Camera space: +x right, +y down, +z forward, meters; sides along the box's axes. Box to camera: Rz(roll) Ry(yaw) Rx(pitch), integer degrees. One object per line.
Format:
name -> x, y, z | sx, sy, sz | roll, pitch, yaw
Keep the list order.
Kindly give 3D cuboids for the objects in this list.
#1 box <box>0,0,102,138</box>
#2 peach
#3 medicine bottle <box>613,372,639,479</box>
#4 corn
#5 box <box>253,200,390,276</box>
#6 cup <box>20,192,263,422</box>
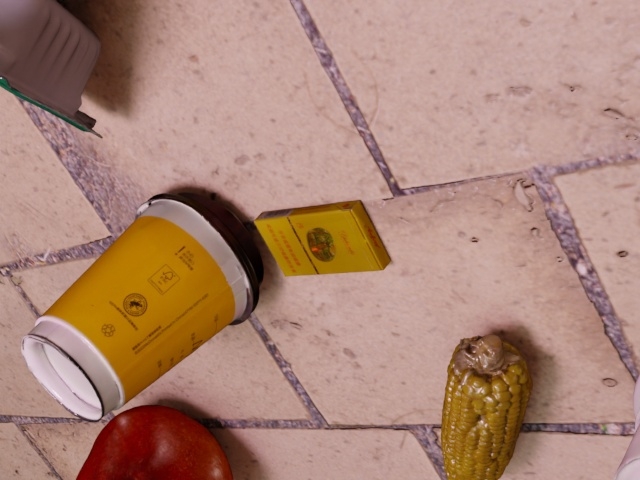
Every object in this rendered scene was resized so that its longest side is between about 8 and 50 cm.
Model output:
box -> -0.351, -0.242, 1.137 | 0.264, 0.106, 0.337 | 35, 179, 7
peach -> -0.254, 0.367, 1.608 | 0.274, 0.249, 0.245 | 119, 140, -56
medicine bottle -> 0.342, 0.114, 0.835 | 0.170, 0.293, 0.170 | 23, 139, 22
corn -> 0.183, 0.200, 1.204 | 0.097, 0.097, 0.261 | 22, 138, 23
box -> 0.000, 0.000, 1.226 | 0.155, 0.023, 0.086 | -5, 120, 42
cup -> -0.211, 0.079, 1.277 | 0.196, 0.280, 0.196 | 28, 143, 24
